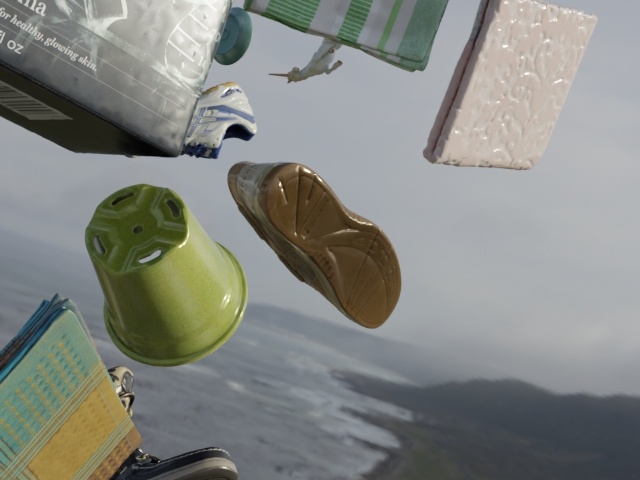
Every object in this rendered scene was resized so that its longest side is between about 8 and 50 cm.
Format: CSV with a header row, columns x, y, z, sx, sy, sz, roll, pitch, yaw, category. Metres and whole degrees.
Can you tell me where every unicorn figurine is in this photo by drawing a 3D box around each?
x,y,z,sx,sy,sz,roll,pitch,yaw,category
0.003,-0.330,1.824,0.060,0.162,0.111,54,-30,-15,unicorn figurine

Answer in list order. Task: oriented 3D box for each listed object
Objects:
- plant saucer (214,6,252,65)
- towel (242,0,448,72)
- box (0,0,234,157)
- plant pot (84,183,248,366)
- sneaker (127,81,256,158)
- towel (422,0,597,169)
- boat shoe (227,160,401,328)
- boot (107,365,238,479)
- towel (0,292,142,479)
x,y,z,sx,sy,sz,roll,pitch,yaw,category
-0.186,-0.410,2.036,0.119,0.119,0.021,15,3,39,plant saucer
0.058,-0.442,1.690,0.325,0.247,0.038,19,8,2,towel
-0.382,-0.425,1.465,0.297,0.471,0.480,6,-15,44,box
-0.286,0.042,1.790,0.276,0.276,0.254,17,-29,19,plant pot
-0.261,-0.217,2.066,0.296,0.131,0.112,-26,-8,-23,sneaker
0.339,-0.277,1.819,0.332,0.317,0.053,-1,27,-46,towel
0.000,0.000,1.404,0.110,0.121,0.341,18,-24,45,boat shoe
-0.323,0.334,1.666,0.377,0.284,0.138,-26,-40,17,boot
-0.326,0.242,1.112,0.040,0.271,0.370,33,-25,21,towel
